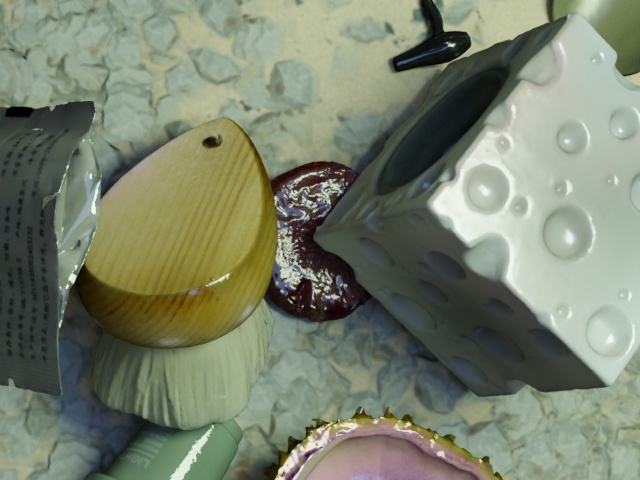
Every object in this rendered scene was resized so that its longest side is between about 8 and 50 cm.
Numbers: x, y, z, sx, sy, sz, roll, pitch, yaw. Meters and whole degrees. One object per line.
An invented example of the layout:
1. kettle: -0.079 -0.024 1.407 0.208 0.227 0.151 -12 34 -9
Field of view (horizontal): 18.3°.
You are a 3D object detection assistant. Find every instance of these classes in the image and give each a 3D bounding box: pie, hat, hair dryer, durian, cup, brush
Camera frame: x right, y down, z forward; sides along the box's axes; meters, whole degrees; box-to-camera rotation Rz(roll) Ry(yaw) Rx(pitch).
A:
1. pie: 0.000 0.000 1.891 0.154 0.036 0.154 1 86 -16
2. hat: 0.324 -0.261 1.993 0.166 0.173 0.144 37 33 17
3. hair dryer: 0.100 -0.209 1.947 0.079 0.031 0.083 -18 77 -8
4. durian: 0.067 0.260 1.859 0.341 0.112 0.191 12 73 -23
5. cup: -0.141 0.210 1.802 0.120 0.120 0.141 35 66 -11
6. brush: -0.112 0.024 1.799 0.174 0.166 0.267 8 45 16

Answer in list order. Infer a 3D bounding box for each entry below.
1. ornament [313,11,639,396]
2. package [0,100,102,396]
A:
1. ornament: 0.186 -0.024 1.820 0.240 0.239 0.240 44 68 -15
2. package: -0.285 0.000 1.732 0.062 0.204 0.251 12 84 -47
